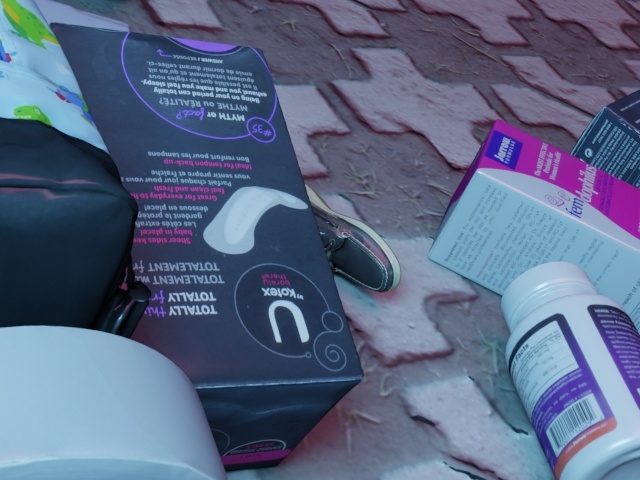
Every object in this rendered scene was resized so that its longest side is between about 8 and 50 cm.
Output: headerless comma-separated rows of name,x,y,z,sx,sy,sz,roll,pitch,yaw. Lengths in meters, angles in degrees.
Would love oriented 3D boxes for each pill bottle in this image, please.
pill bottle,0.211,0.111,0.859,0.108,0.108,0.193,8,40,-23

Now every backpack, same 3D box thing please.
backpack,-0.260,-0.054,0.615,0.273,0.290,0.355,12,41,-26

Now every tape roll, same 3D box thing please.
tape roll,-0.151,0.139,0.512,0.219,0.219,0.072,1,44,-31

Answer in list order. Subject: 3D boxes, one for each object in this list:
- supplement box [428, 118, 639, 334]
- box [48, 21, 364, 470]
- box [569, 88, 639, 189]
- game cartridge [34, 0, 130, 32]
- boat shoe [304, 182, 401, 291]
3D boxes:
supplement box,0.227,0.000,1.004,0.220,0.114,0.111,26,37,2
box,-0.104,0.008,0.725,0.165,0.143,0.270,1,56,-30
box,0.392,-0.062,1.181,0.207,0.108,0.153,42,39,20
game cartridge,-0.264,-0.123,0.908,0.196,0.060,0.294,10,39,-15
boat shoe,0.000,0.000,0.919,0.152,0.056,0.049,35,41,28
